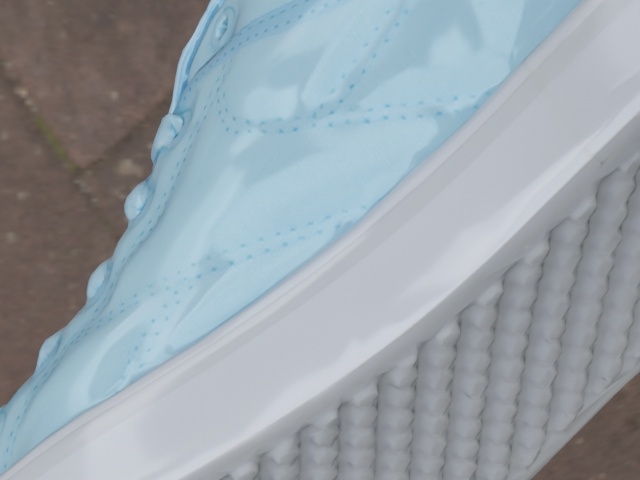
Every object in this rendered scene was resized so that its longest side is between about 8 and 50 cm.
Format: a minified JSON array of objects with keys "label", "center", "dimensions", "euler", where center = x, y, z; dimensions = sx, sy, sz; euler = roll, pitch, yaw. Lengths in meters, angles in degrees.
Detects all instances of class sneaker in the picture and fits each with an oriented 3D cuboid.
[{"label":"sneaker","center":[0.000,0.000,0.512],"dimensions":[0.366,0.135,0.150],"euler":[-39,53,13]}]
